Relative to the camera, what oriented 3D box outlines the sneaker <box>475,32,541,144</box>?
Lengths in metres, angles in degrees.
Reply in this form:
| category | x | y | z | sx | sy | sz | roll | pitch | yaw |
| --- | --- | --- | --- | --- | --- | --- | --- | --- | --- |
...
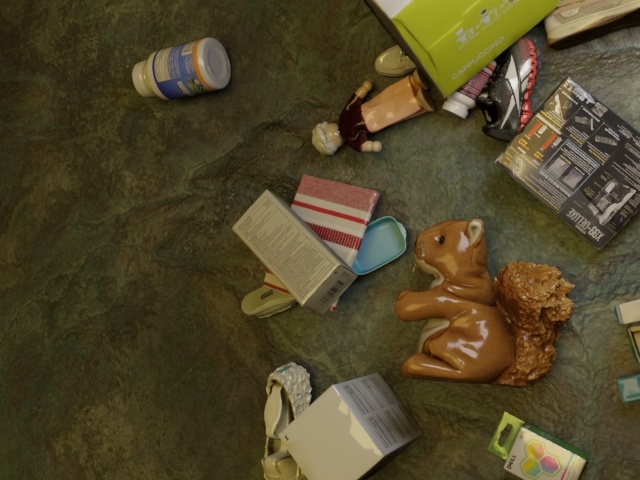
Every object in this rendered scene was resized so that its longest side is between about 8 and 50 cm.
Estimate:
| category | x | y | z | sx | sy | sz | roll | pitch | yaw |
| --- | --- | --- | --- | --- | --- | --- | --- | --- | --- |
| sneaker | 0.433 | -0.359 | 1.647 | 0.135 | 0.097 | 0.276 | 5 | 90 | -11 |

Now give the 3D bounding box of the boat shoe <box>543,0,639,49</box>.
| category | x | y | z | sx | sy | sz | roll | pitch | yaw |
| --- | --- | --- | --- | --- | --- | --- | --- | --- | --- |
| boat shoe | 0.660 | -0.531 | 1.550 | 0.340 | 0.121 | 0.110 | -14 | 81 | 27 |

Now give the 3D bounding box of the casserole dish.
| category | x | y | z | sx | sy | sz | roll | pitch | yaw |
| --- | --- | --- | --- | --- | --- | --- | --- | --- | --- |
| casserole dish | 0.144 | 0.014 | 1.831 | 0.188 | 0.037 | 0.114 | -29 | 74 | 22 |

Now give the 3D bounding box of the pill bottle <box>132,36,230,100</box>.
| category | x | y | z | sx | sy | sz | roll | pitch | yaw |
| --- | --- | --- | --- | --- | --- | --- | --- | --- | --- |
| pill bottle | -0.416 | -0.498 | 2.087 | 0.271 | 0.152 | 0.153 | -6 | 84 | 27 |

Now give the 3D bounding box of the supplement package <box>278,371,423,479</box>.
| category | x | y | z | sx | sy | sz | roll | pitch | yaw |
| --- | --- | --- | --- | --- | --- | --- | --- | --- | --- |
| supplement package | 0.078 | 0.469 | 1.708 | 0.199 | 0.262 | 0.198 | -45 | 68 | 18 |

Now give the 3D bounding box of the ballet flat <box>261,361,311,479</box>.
| category | x | y | z | sx | sy | sz | roll | pitch | yaw |
| --- | --- | --- | --- | --- | --- | --- | --- | --- | --- |
| ballet flat | -0.106 | 0.531 | 1.874 | 0.146 | 0.147 | 0.409 | -1 | 87 | 27 |

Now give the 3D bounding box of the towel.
| category | x | y | z | sx | sy | sz | roll | pitch | yaw |
| --- | --- | --- | --- | --- | --- | --- | --- | --- | --- |
| towel | 0.000 | 0.000 | 1.861 | 0.237 | 0.037 | 0.329 | 17 | 82 | 31 |

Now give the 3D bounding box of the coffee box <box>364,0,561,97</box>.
| category | x | y | z | sx | sy | sz | roll | pitch | yaw |
| --- | --- | --- | --- | --- | --- | --- | --- | --- | --- |
| coffee box | 0.271 | -0.597 | 1.572 | 0.337 | 0.338 | 0.334 | -39 | 56 | 11 |

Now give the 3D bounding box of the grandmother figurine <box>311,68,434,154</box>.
| category | x | y | z | sx | sy | sz | roll | pitch | yaw |
| --- | --- | --- | --- | --- | --- | --- | --- | --- | --- |
| grandmother figurine | 0.124 | -0.312 | 1.833 | 0.342 | 0.104 | 0.208 | -21 | 51 | 28 |

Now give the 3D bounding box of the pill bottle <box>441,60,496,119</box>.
| category | x | y | z | sx | sy | sz | roll | pitch | yaw |
| --- | --- | --- | --- | --- | --- | --- | --- | --- | --- |
| pill bottle | 0.358 | -0.377 | 1.717 | 0.086 | 0.086 | 0.152 | 30 | 100 | 26 |

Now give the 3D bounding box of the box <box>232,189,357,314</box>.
| category | x | y | z | sx | sy | sz | roll | pitch | yaw |
| --- | --- | --- | --- | --- | --- | --- | --- | --- | --- |
| box | -0.069 | 0.027 | 1.794 | 0.148 | 0.121 | 0.311 | -47 | 60 | 6 |

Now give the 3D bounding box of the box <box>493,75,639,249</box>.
| category | x | y | z | sx | sy | sz | roll | pitch | yaw |
| --- | --- | --- | --- | --- | --- | --- | --- | --- | --- |
| box | 0.578 | -0.169 | 1.552 | 0.307 | 0.076 | 0.242 | 41 | 106 | 7 |

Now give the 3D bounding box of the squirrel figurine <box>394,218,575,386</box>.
| category | x | y | z | sx | sy | sz | roll | pitch | yaw |
| --- | --- | --- | --- | --- | --- | --- | --- | --- | --- |
| squirrel figurine | 0.367 | 0.140 | 1.618 | 0.396 | 0.281 | 0.371 | 3 | 78 | 13 |

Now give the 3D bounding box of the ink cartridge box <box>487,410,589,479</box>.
| category | x | y | z | sx | sy | sz | roll | pitch | yaw |
| --- | --- | --- | --- | --- | --- | --- | --- | --- | --- |
| ink cartridge box | 0.488 | 0.489 | 1.608 | 0.209 | 0.062 | 0.109 | 25 | 99 | 27 |

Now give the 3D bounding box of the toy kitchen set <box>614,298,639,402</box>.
| category | x | y | z | sx | sy | sz | roll | pitch | yaw |
| --- | --- | --- | --- | --- | --- | --- | --- | --- | --- |
| toy kitchen set | 0.658 | 0.233 | 1.478 | 0.122 | 0.166 | 0.207 | -20 | 78 | 25 |

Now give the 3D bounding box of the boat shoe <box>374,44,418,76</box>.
| category | x | y | z | sx | sy | sz | roll | pitch | yaw |
| --- | --- | --- | --- | --- | --- | --- | --- | --- | --- |
| boat shoe | 0.234 | -0.476 | 1.792 | 0.226 | 0.075 | 0.083 | -9 | 82 | 27 |

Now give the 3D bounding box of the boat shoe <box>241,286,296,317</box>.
| category | x | y | z | sx | sy | sz | roll | pitch | yaw |
| --- | --- | --- | --- | --- | --- | --- | --- | --- | --- |
| boat shoe | -0.106 | 0.151 | 1.928 | 0.227 | 0.081 | 0.079 | -24 | 59 | 20 |
